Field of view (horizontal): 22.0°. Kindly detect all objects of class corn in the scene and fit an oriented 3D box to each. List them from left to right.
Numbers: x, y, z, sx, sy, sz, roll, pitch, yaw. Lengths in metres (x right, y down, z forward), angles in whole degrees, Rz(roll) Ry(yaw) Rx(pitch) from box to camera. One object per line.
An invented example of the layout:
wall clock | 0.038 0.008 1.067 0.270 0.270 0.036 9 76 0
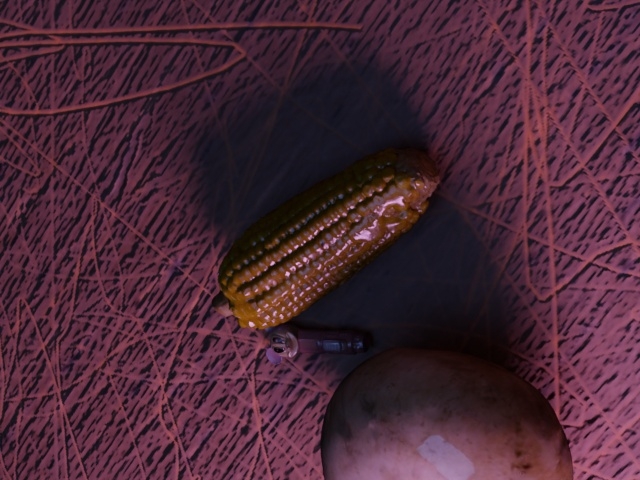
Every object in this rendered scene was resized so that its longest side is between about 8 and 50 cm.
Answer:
corn | 0.000 0.000 1.523 0.261 0.097 0.097 -33 90 26

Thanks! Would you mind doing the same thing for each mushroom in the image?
mushroom | 0.118 0.209 1.481 0.254 0.184 0.255 6 109 19

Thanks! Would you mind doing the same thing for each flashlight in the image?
flashlight | -0.006 0.098 1.588 0.110 0.031 0.052 0 105 24
